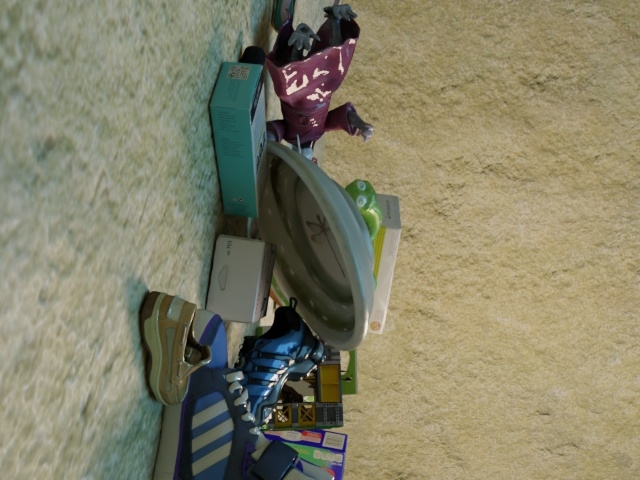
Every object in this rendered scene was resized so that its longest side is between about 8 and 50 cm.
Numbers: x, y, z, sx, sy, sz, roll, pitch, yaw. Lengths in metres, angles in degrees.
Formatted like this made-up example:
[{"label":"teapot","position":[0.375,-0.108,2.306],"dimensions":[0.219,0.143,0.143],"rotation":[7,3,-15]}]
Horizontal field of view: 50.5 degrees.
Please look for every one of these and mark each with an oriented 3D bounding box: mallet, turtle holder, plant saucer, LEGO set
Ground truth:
[{"label":"mallet","position":[-0.116,-0.267,1.178],"dimensions":[0.189,0.039,0.062],"rotation":[100,1,-76]},{"label":"turtle holder","position":[0.000,0.029,1.492],"dimensions":[0.227,0.320,0.243],"rotation":[34,46,-43]},{"label":"plant saucer","position":[0.000,0.000,1.223],"dimensions":[0.400,0.101,0.400],"rotation":[51,-25,36]},{"label":"LEGO set","position":[-0.062,0.305,1.446],"dimensions":[0.331,0.255,0.192],"rotation":[73,14,-73]}]

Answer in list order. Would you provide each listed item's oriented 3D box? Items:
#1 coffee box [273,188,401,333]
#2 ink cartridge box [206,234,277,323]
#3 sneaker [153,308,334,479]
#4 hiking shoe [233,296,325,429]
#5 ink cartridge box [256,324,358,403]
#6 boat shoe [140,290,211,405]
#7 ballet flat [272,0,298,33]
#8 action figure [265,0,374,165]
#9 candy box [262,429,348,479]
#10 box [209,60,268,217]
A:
[{"label":"coffee box","position":[0.055,0.042,2.099],"dimensions":[0.337,0.334,0.338],"rotation":[-76,175,-70]},{"label":"ink cartridge box","position":[-0.132,0.066,1.173],"dimensions":[0.190,0.082,0.139],"rotation":[62,36,-88]},{"label":"sneaker","position":[-0.093,0.269,0.939],"dimensions":[0.130,0.236,0.322],"rotation":[84,14,-76]},{"label":"hiking shoe","position":[-0.123,0.238,1.215],"dimensions":[0.304,0.113,0.132],"rotation":[-42,111,-42]},{"label":"ink cartridge box","position":[-0.027,0.307,1.681],"dimensions":[0.097,0.255,0.188],"rotation":[59,28,-64]},{"label":"boat shoe","position":[-0.167,0.140,0.815],"dimensions":[0.190,0.072,0.068],"rotation":[94,5,-47]},{"label":"ballet flat","position":[-0.067,-0.501,1.372],"dimensions":[0.052,0.057,0.168],"rotation":[-122,-132,-80]},{"label":"action figure","position":[-0.045,-0.287,1.371],"dimensions":[0.370,0.248,0.275],"rotation":[100,-26,-52]},{"label":"candy box","position":[-0.069,0.729,2.045],"dimensions":[0.122,0.268,0.317],"rotation":[-59,156,-73]},{"label":"box","position":[-0.122,-0.149,1.057],"dimensions":[0.244,0.060,0.100],"rotation":[93,5,-53]}]
